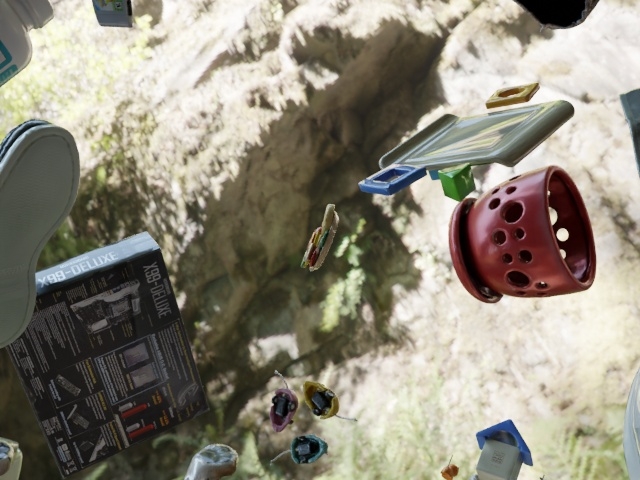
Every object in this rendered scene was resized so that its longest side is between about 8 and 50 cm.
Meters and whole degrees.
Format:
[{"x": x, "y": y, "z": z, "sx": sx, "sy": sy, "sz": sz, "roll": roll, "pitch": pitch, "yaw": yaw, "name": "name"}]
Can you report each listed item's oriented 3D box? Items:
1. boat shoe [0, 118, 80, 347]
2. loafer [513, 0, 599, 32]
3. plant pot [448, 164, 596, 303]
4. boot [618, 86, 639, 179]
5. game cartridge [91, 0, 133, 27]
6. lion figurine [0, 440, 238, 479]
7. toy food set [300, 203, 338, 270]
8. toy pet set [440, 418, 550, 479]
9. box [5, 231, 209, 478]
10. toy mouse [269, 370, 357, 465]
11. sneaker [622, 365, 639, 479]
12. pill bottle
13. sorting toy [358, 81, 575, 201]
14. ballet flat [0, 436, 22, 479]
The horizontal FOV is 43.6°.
[{"x": -0.351, "y": -0.013, "z": 0.869, "sx": 0.114, "sy": 0.091, "sz": 0.302, "roll": -5, "pitch": -48, "yaw": -52, "name": "boat shoe"}, {"x": 0.114, "y": -0.289, "z": 0.622, "sx": 0.366, "sy": 0.130, "sz": 0.134, "roll": 24, "pitch": -28, "yaw": -24, "name": "loafer"}, {"x": 0.298, "y": -0.003, "z": 1.201, "sx": 0.174, "sy": 0.191, "sz": 0.191, "roll": -14, "pitch": -19, "yaw": 36, "name": "plant pot"}, {"x": 0.329, "y": -0.126, "z": 0.587, "sx": 0.208, "sy": 0.190, "sz": 0.076, "roll": -16, "pitch": -33, "yaw": 35, "name": "boot"}, {"x": -0.272, "y": -0.319, "z": 1.037, "sx": 0.017, "sy": 0.056, "sz": 0.083, "roll": -38, "pitch": -49, "yaw": -56, "name": "game cartridge"}, {"x": -0.175, "y": 0.279, "z": 0.579, "sx": 0.392, "sy": 0.142, "sz": 0.240, "roll": 5, "pitch": -73, "yaw": -1, "name": "lion figurine"}, {"x": 0.000, "y": 0.000, "z": 0.993, "sx": 0.020, "sy": 0.083, "sz": 0.083, "roll": 22, "pitch": -23, "yaw": -7, "name": "toy food set"}, {"x": 0.200, "y": 0.249, "z": 0.898, "sx": 0.065, "sy": 0.122, "sz": 0.114, "roll": -62, "pitch": -31, "yaw": -27, "name": "toy pet set"}, {"x": -0.320, "y": 0.169, "z": 1.186, "sx": 0.242, "sy": 0.076, "sz": 0.307, "roll": -23, "pitch": -60, "yaw": -20, "name": "box"}, {"x": -0.026, "y": 0.256, "z": 1.112, "sx": 0.031, "sy": 0.161, "sz": 0.143, "roll": 12, "pitch": -70, "yaw": -50, "name": "toy mouse"}, {"x": 0.372, "y": 0.224, "z": 0.738, "sx": 0.169, "sy": 0.447, "sz": 0.257, "roll": 3, "pitch": -38, "yaw": 19, "name": "sneaker"}, {"x": -0.450, "y": -0.226, "z": 0.953, "sx": 0.264, "sy": 0.146, "sz": 0.146, "roll": -44, "pitch": -28, "yaw": -18, "name": "pill bottle"}, {"x": 0.202, "y": -0.121, "z": 1.023, "sx": 0.347, "sy": 0.196, "sz": 0.047, "roll": -37, "pitch": -63, "yaw": -38, "name": "sorting toy"}, {"x": -0.325, "y": 0.288, "z": 0.779, "sx": 0.182, "sy": 0.482, "sz": 0.164, "roll": -25, "pitch": -49, "yaw": -48, "name": "ballet flat"}]
